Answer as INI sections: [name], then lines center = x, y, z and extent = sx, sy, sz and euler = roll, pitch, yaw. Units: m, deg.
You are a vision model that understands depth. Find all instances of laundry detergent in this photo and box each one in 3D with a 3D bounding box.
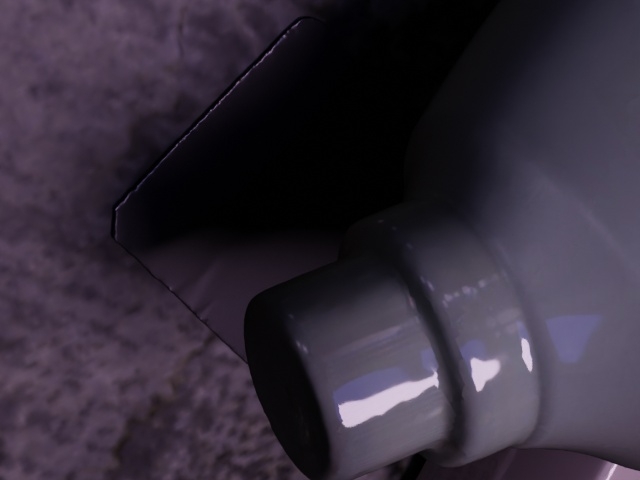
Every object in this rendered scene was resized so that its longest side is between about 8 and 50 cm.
[laundry detergent]
center = 0.154, -0.035, 0.533
extent = 0.397, 0.125, 0.264
euler = -21, 78, -20

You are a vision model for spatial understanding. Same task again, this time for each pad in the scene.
[pad]
center = 0.000, 0.000, 0.582
extent = 0.112, 0.003, 0.157
euler = -46, 128, -5

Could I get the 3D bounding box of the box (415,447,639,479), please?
[box]
center = 0.134, 0.152, 0.676
extent = 0.203, 0.106, 0.252
euler = 22, 101, -38
